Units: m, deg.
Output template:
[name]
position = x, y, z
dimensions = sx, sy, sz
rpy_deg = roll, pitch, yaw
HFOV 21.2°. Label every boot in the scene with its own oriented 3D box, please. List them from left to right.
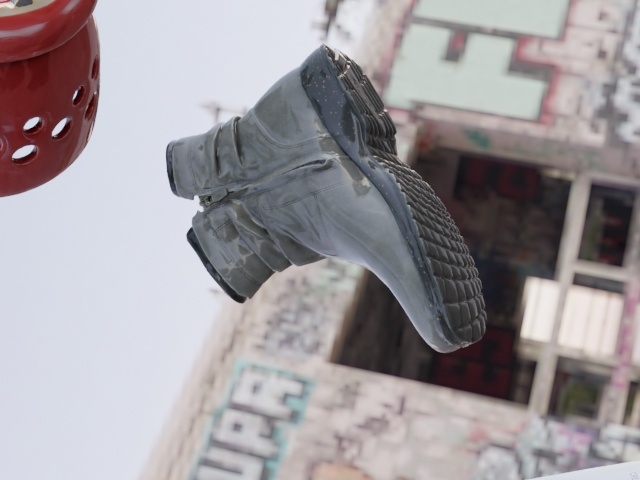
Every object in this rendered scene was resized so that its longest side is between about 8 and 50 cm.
[boot]
position = 0.000, 0.000, 1.179
dimensions = 0.083, 0.161, 0.246
rpy_deg = 18, -139, -61

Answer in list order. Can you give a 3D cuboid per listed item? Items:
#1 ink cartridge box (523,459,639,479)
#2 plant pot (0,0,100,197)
[ink cartridge box]
position = 0.242, 0.272, 0.915
dimensions = 0.130, 0.272, 0.309
rpy_deg = -65, -36, -81
[plant pot]
position = -0.257, -0.153, 1.282
dimensions = 0.174, 0.191, 0.191
rpy_deg = 106, -175, -53
